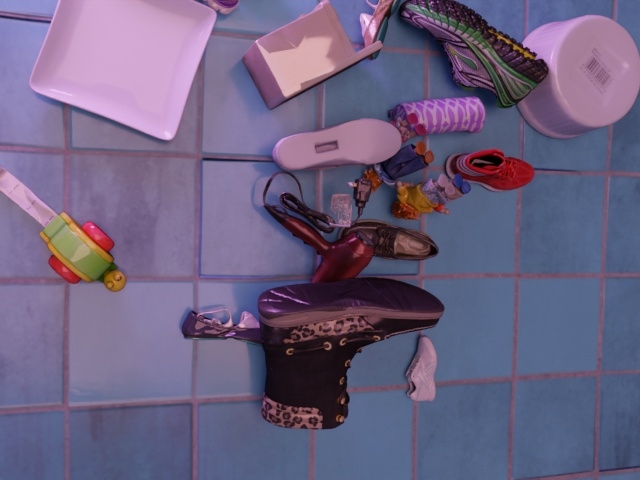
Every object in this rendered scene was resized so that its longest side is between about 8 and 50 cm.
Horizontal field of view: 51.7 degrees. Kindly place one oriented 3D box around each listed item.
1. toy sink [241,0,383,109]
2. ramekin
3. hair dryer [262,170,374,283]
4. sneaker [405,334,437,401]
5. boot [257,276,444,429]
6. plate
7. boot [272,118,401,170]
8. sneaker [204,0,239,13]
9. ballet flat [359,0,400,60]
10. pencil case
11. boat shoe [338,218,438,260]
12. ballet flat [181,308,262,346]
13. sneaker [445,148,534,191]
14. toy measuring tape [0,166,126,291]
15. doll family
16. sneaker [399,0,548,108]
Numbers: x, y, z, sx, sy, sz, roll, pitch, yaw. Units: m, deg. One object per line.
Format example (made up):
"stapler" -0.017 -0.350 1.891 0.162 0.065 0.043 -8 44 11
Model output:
"toy sink" -0.020 -0.380 1.319 0.234 0.153 0.131 -31 101 -13
"ramekin" 0.594 -0.377 1.518 0.277 0.135 0.277 -1 93 -17
"hair dryer" 0.000 0.000 1.370 0.223 0.080 0.293 2 105 9
"sneaker" 0.225 0.289 1.481 0.061 0.054 0.152 -1 94 -14
"boot" 0.051 0.230 1.341 0.377 0.138 0.284 -2 114 -19
"plate" -0.373 -0.363 1.266 0.277 0.045 0.278 19 87 -18
"boot" 0.027 -0.195 1.352 0.258 0.123 0.095 -7 99 -9
"sneaker" -0.231 -0.511 1.281 0.170 0.071 0.068 20 50 -22
"ballet flat" 0.123 -0.484 1.412 0.067 0.073 0.206 22 83 10
"pencil case" 0.258 -0.264 1.448 0.206 0.086 0.088 -9 130 -15
"boat shoe" 0.152 0.001 1.432 0.223 0.073 0.080 8 93 -17
"ballet flat" -0.178 0.175 1.343 0.203 0.074 0.074 9 90 -15
"sneaker" 0.403 -0.154 1.473 0.221 0.128 0.087 0 93 -17
"toy measuring tape" -0.487 -0.021 1.213 0.330 0.121 0.121 45 80 -14
"doll family" 0.177 -0.132 1.396 0.263 0.163 0.118 50 46 -13
"sneaker" 0.311 -0.405 1.431 0.343 0.134 0.146 34 125 -1
